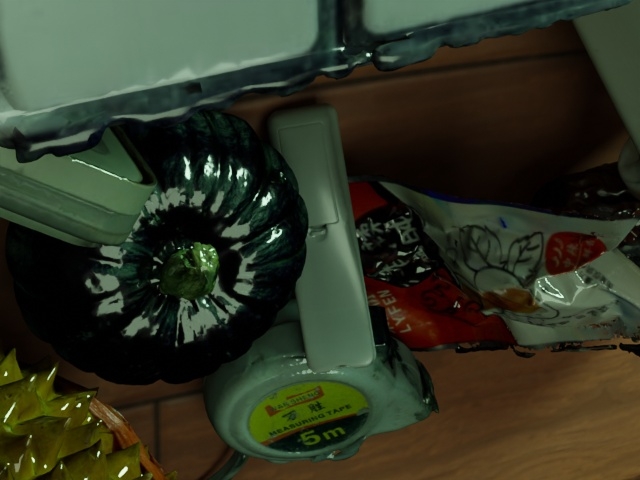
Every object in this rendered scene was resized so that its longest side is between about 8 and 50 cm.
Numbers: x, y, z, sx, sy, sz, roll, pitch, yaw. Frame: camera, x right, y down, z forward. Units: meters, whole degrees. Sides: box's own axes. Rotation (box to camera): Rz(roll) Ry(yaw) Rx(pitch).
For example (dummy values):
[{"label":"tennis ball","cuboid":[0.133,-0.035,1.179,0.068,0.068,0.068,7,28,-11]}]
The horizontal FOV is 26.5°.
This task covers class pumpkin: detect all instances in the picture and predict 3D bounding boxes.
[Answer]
[{"label":"pumpkin","cuboid":[-0.103,0.003,0.870,0.194,0.150,0.194,-7,140,-6]}]

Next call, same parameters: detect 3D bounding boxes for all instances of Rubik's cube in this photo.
[{"label":"Rubik's cube","cuboid":[-0.051,-0.268,0.576,0.316,0.318,0.313,-17,130,-18]}]

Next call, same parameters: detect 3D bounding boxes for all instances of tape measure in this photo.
[{"label":"tape measure","cuboid":[-0.086,0.138,1.040,0.330,0.084,0.164,-21,132,11]}]

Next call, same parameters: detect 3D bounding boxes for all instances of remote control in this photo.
[{"label":"remote control","cuboid":[0.000,0.000,0.927,0.050,0.027,0.184,-9,95,10]}]

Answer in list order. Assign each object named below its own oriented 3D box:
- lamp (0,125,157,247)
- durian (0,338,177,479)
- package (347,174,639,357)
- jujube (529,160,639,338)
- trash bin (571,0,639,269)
[{"label":"lamp","cuboid":[-0.225,-0.113,0.631,0.269,0.266,0.047,24,109,-38]},{"label":"durian","cuboid":[-0.245,0.226,0.826,0.347,0.384,0.347,0,97,3]},{"label":"package","cuboid":[0.111,0.020,0.966,0.071,0.269,0.194,-57,135,-39]},{"label":"jujube","cuboid":[0.266,0.002,1.060,0.236,0.168,0.168,9,119,-20]},{"label":"trash bin","cuboid":[0.263,-0.173,0.837,0.296,0.256,0.368,-53,126,-15]}]
